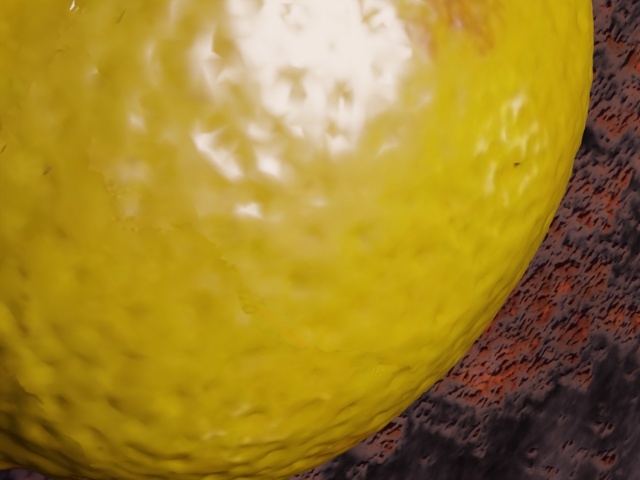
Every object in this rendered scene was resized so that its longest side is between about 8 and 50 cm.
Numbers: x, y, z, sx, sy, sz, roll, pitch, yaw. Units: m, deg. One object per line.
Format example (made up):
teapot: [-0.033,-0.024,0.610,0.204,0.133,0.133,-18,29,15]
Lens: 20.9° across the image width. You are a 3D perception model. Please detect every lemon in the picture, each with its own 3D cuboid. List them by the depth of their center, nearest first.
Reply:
lemon: [-0.040,-0.049,0.559,0.267,0.267,0.267,-27,134,-32]

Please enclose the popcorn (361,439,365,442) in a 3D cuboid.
popcorn: [0.000,0.000,0.730,0.136,0.162,0.141,-31,105,17]
